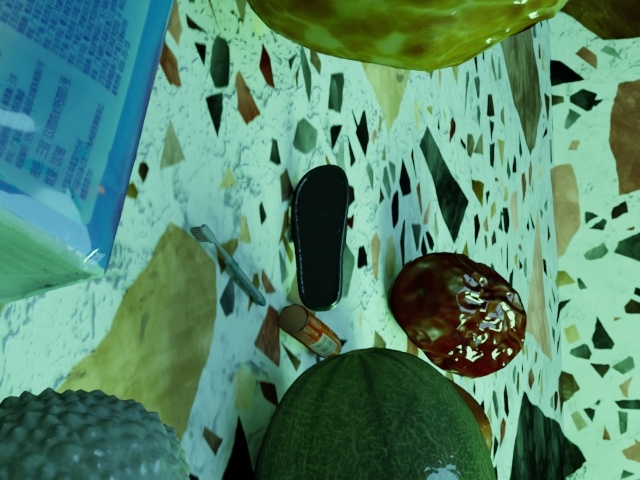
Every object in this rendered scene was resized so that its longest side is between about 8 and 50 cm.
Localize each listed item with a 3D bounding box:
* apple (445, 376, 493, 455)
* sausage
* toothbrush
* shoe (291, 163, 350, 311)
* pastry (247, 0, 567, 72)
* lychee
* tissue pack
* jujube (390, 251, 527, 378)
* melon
[{"bbox_3d":[0.105,0.262,1.450,0.210,0.173,0.235,-33,120,-66],"label":"apple"},{"bbox_3d":[-0.006,0.101,1.367,0.129,0.034,0.034,43,49,-62],"label":"sausage"},{"bbox_3d":[-0.083,0.025,1.200,0.167,0.014,0.011,56,36,-58],"label":"toothbrush"},{"bbox_3d":[0.000,0.000,1.365,0.053,0.062,0.159,82,8,-75],"label":"shoe"},{"bbox_3d":[0.075,-0.320,1.166,0.313,0.388,0.388,-67,151,-21],"label":"pastry"},{"bbox_3d":[-0.150,0.172,0.790,0.197,0.165,0.165,25,59,-29],"label":"lychee"},{"bbox_3d":[-0.193,-0.122,0.673,0.198,0.146,0.264,33,55,-37],"label":"tissue pack"},{"bbox_3d":[0.183,0.098,1.715,0.230,0.155,0.155,30,60,-56],"label":"jujube"},{"bbox_3d":[0.051,0.254,1.225,0.237,0.237,0.302,8,76,-69],"label":"melon"}]
